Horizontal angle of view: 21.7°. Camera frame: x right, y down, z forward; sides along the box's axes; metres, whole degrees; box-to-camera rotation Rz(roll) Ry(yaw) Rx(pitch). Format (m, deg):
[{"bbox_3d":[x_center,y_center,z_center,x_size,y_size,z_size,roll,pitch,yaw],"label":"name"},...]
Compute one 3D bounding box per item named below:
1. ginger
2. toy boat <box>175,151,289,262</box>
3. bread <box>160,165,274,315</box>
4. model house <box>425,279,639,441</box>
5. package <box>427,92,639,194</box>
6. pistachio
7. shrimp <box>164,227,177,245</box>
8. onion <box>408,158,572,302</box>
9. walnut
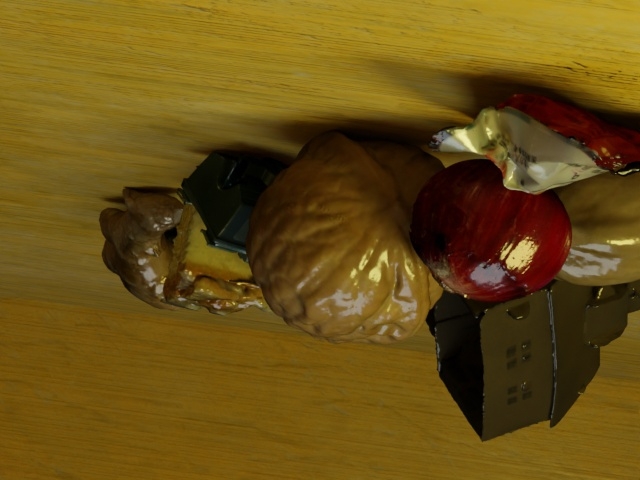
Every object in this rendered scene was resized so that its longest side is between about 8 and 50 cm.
[{"bbox_3d":[-0.213,0.010,2.042,0.081,0.148,0.333,-28,167,-15],"label":"ginger"},{"bbox_3d":[-0.003,0.002,1.689,0.296,0.122,0.114,20,-155,-34],"label":"toy boat"},{"bbox_3d":[-0.125,0.004,1.777,0.152,0.147,0.127,-5,163,45],"label":"bread"},{"bbox_3d":[0.246,0.063,1.816,0.243,0.211,0.204,-17,-139,-12],"label":"model house"},{"bbox_3d":[0.187,-0.074,1.260,0.194,0.071,0.269,16,-166,25],"label":"package"},{"bbox_3d":[0.253,-0.018,1.436,0.186,0.108,0.126,1,-164,-3],"label":"pistachio"},{"bbox_3d":[-0.080,0.020,2.125,0.272,0.085,0.445,15,175,-12],"label":"shrimp"},{"bbox_3d":[0.137,-0.011,1.354,0.131,0.131,0.131,8,172,1],"label":"onion"},{"bbox_3d":[0.033,-0.002,1.479,0.213,0.213,0.213,8,172,1],"label":"walnut"}]
